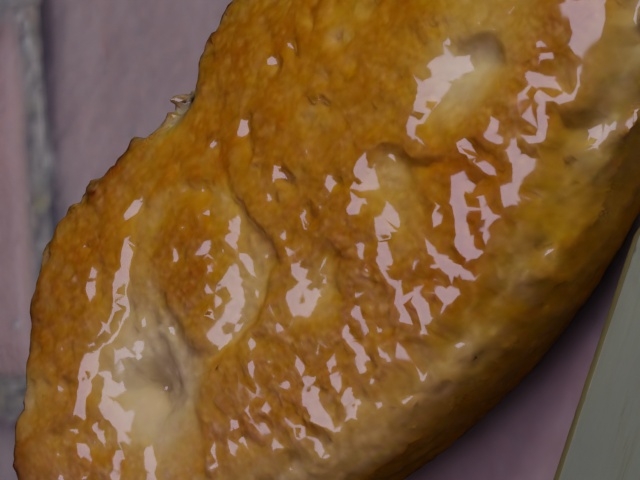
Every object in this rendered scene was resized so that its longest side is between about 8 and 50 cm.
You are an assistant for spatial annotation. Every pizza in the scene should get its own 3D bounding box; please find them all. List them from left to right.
[{"bbox_3d":[0.000,0.000,0.752,0.365,0.074,0.182,-48,63,22],"label":"pizza"}]

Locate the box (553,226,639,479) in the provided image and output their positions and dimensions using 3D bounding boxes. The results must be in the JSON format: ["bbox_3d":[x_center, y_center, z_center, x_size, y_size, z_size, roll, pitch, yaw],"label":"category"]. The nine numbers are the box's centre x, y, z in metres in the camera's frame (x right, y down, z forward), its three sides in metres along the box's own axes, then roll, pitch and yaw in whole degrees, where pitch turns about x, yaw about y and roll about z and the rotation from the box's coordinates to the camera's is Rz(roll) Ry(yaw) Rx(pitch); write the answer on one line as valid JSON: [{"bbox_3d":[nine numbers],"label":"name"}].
[{"bbox_3d":[0.097,0.116,0.592,0.045,0.211,0.270,20,81,-6],"label":"box"}]
